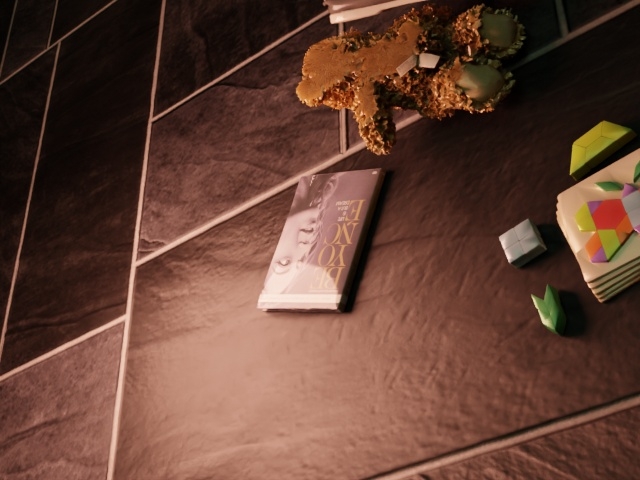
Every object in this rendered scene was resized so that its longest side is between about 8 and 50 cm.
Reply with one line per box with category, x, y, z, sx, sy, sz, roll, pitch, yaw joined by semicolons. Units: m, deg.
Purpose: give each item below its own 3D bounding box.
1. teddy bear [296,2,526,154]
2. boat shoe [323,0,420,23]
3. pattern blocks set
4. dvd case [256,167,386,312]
teddy bear;0.133;-0.236;1.489;0.338;0.113;0.245;-17;58;27
boat shoe;0.154;-0.390;1.489;0.335;0.096;0.112;-10;14;22
pattern blocks set;0.357;-0.033;1.169;0.325;0.026;0.285;-43;41;15
dvd case;0.000;0.000;1.510;0.164;0.018;0.221;-2;62;44
